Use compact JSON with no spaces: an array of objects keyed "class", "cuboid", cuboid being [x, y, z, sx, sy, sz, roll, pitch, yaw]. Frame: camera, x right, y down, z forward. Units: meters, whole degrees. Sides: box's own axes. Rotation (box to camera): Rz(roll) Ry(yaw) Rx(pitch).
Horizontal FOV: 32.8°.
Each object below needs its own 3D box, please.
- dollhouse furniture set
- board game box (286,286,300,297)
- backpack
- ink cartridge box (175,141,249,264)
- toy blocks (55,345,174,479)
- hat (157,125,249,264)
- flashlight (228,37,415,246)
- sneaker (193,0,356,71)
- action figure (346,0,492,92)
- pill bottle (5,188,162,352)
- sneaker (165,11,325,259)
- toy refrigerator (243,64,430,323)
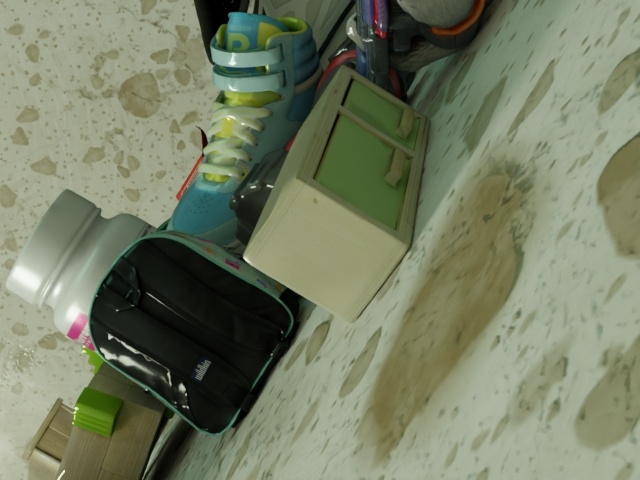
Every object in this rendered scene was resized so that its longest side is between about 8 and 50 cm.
[{"class":"dollhouse furniture set","cuboid":[-0.365,0.312,1.791,0.355,0.173,0.303,-50,12,52]},{"class":"board game box","cuboid":[0.000,0.000,1.168,0.126,0.026,0.186,-62,8,-24]},{"class":"backpack","cuboid":[-0.133,0.078,1.100,0.166,0.188,0.144,-58,7,10]},{"class":"ink cartridge box","cuboid":[-0.089,-0.111,1.484,0.261,0.066,0.296,46,110,38]},{"class":"toy blocks","cuboid":[-0.273,0.272,1.454,0.381,0.190,0.261,-86,16,-76]},{"class":"hat","cuboid":[-0.135,0.000,1.426,0.209,0.172,0.183,-62,11,20]},{"class":"flashlight","cuboid":[0.009,-0.115,1.156,0.304,0.103,0.103,-57,-36,-48]},{"class":"sneaker","cuboid":[-0.035,-0.417,1.630,0.257,0.169,0.448,40,-112,-54]},{"class":"action figure","cuboid":[0.112,-0.321,1.093,0.330,0.178,0.341,-82,-11,-57]},{"class":"pill bottle","cuboid":[-0.207,0.069,1.268,0.160,0.283,0.160,-58,7,11]},{"class":"sneaker","cuboid":[-0.097,-0.131,1.220,0.319,0.127,0.208,-57,-34,-36]},{"class":"toy refrigerator","cuboid":[0.024,-0.054,0.925,0.094,0.102,0.269,-55,7,27]}]
